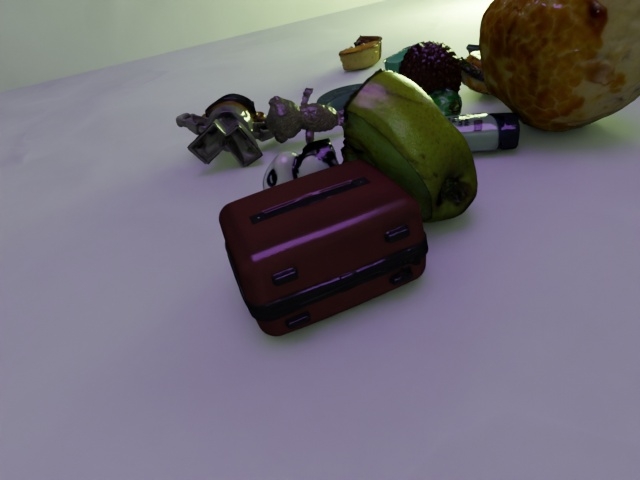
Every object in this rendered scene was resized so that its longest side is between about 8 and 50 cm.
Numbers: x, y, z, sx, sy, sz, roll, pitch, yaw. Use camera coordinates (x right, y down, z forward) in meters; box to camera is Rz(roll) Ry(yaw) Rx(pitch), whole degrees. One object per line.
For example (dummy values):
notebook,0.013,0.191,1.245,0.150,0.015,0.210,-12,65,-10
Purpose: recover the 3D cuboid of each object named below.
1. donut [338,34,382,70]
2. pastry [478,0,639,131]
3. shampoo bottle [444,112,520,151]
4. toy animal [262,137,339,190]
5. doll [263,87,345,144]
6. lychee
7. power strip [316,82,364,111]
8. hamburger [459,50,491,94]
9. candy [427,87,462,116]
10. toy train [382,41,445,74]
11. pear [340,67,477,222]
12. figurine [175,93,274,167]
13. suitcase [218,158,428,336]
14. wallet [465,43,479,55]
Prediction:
donut,0.167,-0.719,1.770,0.141,0.085,0.217,13,43,32
pastry,0.519,-0.424,1.000,0.313,0.388,0.388,-15,35,-5
shampoo bottle,0.271,-0.252,1.086,0.359,0.078,0.134,-1,34,17
toy animal,-0.027,-0.106,0.923,0.179,0.166,0.138,-13,10,19
doll,-0.002,-0.339,1.246,0.286,0.202,0.091,-31,-2,-11
lychee,0.297,-0.462,1.275,0.188,0.188,0.188,-8,35,6
power strip,0.099,-0.436,1.420,0.253,0.054,0.167,-23,37,-13
hamburger,0.471,-0.468,1.299,0.164,0.093,0.189,-20,49,-33
candy,0.224,-0.350,1.258,0.323,0.097,0.097,4,37,36
toy train,0.308,-0.568,1.496,0.203,0.112,0.163,-35,34,-30
pear,0.171,-0.159,0.815,0.255,0.238,0.164,41,77,16
figurine,-0.245,-0.320,1.285,0.308,0.143,0.308,20,36,-15
suitcase,0.000,0.000,0.743,0.297,0.161,0.236,-22,35,-11
wallet,0.544,-0.521,1.354,0.025,0.119,0.232,-53,43,-1
